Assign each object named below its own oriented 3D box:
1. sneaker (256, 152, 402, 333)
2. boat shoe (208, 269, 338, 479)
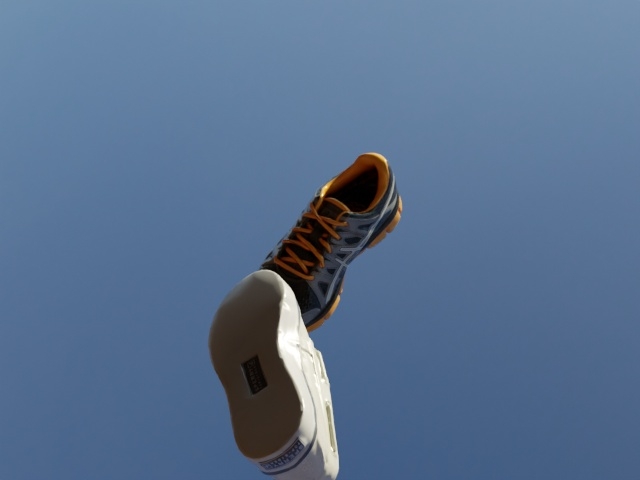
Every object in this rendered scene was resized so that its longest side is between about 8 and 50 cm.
[{"bbox_3d":[0.000,0.000,0.913,0.084,0.083,0.215,28,-118,19],"label":"sneaker"},{"bbox_3d":[-0.013,0.049,0.342,0.035,0.035,0.100,-34,-148,6],"label":"boat shoe"}]
